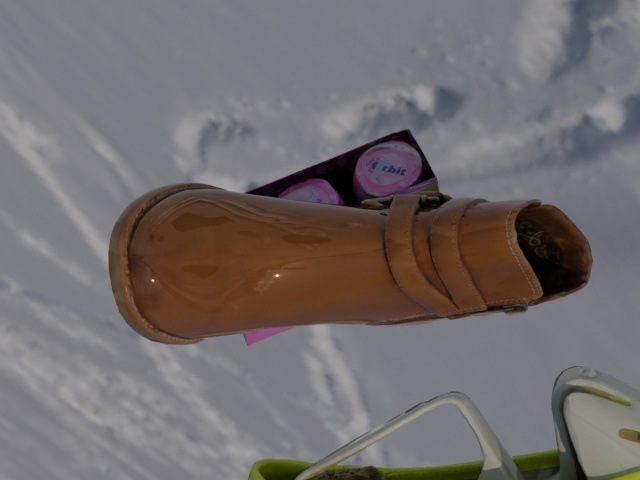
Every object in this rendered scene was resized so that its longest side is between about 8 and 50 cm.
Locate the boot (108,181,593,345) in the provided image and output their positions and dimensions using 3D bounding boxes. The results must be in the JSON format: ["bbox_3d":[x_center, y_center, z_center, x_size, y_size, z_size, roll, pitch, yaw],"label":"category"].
[{"bbox_3d":[0.025,0.016,1.011,0.220,0.109,0.283,-3,170,35],"label":"boot"}]

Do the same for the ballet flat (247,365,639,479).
[{"bbox_3d":[0.076,0.087,0.573,0.077,0.231,0.077,-24,-80,-72],"label":"ballet flat"}]

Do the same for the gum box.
[{"bbox_3d":[0.000,0.000,1.248,0.107,0.188,0.062,76,170,-50],"label":"gum box"}]
